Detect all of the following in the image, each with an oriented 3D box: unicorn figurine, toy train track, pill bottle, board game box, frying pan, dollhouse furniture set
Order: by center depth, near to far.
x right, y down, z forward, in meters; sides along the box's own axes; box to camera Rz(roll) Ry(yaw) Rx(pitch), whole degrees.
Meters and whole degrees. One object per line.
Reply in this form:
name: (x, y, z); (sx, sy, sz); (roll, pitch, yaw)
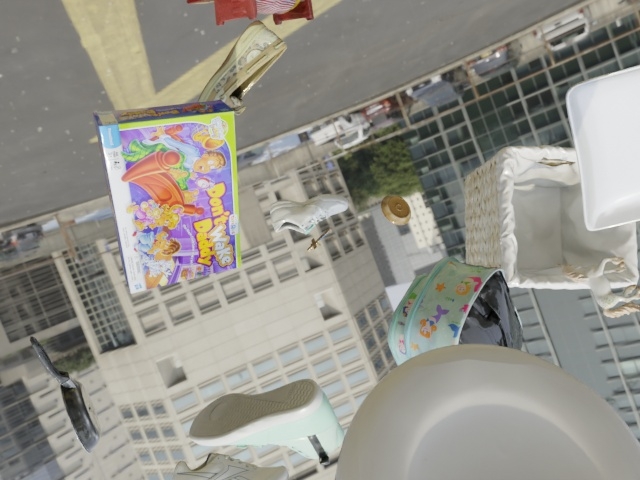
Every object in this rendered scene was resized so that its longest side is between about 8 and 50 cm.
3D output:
pill bottle: (0.100, 0.232, 0.412); (0.188, 0.187, 0.333); (-22, 147, -15)
board game box: (-0.282, -0.083, 0.998); (0.234, 0.346, 0.078); (-14, -145, -24)
unicorn figurine: (0.566, 0.081, 1.038); (0.111, 0.161, 0.060); (-27, 145, 17)
dollhouse furniture set: (-0.219, -0.564, 1.174); (0.374, 0.152, 0.201); (11, -155, 39)
frying pan: (-0.619, 0.370, 1.275); (0.053, 0.325, 0.197); (-21, -176, -21)
toy train track: (0.000, 0.000, 1.295); (0.083, 0.014, 0.048); (-44, -151, 15)

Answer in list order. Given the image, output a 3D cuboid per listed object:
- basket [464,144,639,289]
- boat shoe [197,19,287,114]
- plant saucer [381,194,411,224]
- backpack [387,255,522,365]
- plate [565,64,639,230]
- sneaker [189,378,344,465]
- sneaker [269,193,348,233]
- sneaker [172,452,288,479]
basket: (0.551, -0.045, 1.284); (0.329, 0.330, 0.266); (0, 175, -9)
boat shoe: (-0.190, -0.353, 1.165); (0.285, 0.089, 0.104); (-52, -177, 19)
plant saucer: (0.186, -0.077, 1.237); (0.084, 0.083, 0.015); (-23, 166, -32)
backpack: (0.230, 0.153, 0.872); (0.191, 0.253, 0.225); (18, -120, 35)
plate: (0.505, -0.152, 0.723); (0.278, 0.278, 0.045); (-15, -140, 21)
sneaker: (-0.087, 0.326, 0.857); (0.256, 0.151, 0.094); (-18, -150, 20)
sneaker: (-0.026, -0.062, 1.374); (0.213, 0.094, 0.080); (-9, 151, -1)
sneaker: (-0.223, 0.590, 1.277); (0.298, 0.129, 0.111); (0, 158, -22)
